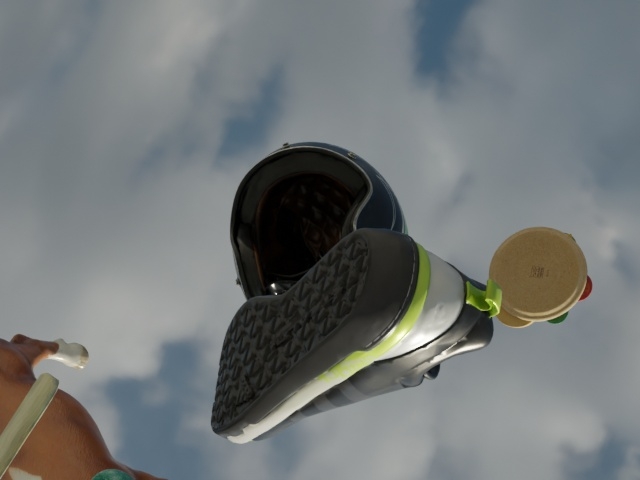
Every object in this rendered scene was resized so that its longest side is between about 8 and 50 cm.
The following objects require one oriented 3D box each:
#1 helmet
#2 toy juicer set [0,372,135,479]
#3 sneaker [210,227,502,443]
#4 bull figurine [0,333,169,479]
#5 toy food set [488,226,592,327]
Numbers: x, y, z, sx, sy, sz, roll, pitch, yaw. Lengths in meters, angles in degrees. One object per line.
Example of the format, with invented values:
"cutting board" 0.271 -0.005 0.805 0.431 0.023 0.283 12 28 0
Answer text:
"helmet" 0.000 0.000 1.543 0.169 0.169 0.161 -32 -140 29
"toy juicer set" -0.146 0.230 1.017 0.209 0.089 0.329 -45 -141 -10
"sneaker" 0.018 0.069 0.977 0.235 0.097 0.084 -33 -138 56
"bull figurine" -0.198 0.186 1.387 0.101 0.188 0.310 -48 -115 17
"toy food set" 0.178 0.029 1.425 0.083 0.020 0.083 -9 -111 13
